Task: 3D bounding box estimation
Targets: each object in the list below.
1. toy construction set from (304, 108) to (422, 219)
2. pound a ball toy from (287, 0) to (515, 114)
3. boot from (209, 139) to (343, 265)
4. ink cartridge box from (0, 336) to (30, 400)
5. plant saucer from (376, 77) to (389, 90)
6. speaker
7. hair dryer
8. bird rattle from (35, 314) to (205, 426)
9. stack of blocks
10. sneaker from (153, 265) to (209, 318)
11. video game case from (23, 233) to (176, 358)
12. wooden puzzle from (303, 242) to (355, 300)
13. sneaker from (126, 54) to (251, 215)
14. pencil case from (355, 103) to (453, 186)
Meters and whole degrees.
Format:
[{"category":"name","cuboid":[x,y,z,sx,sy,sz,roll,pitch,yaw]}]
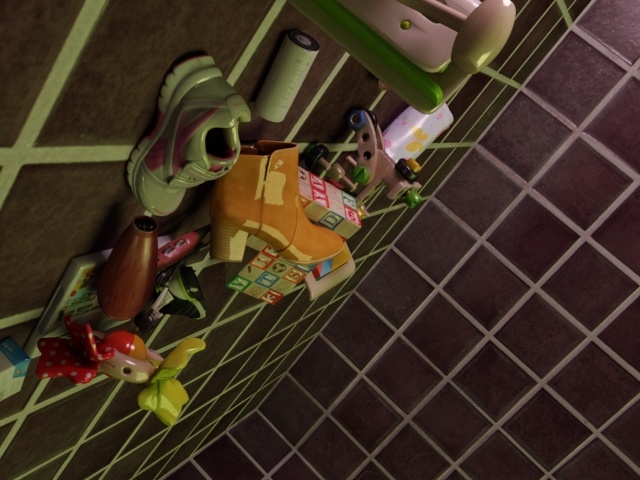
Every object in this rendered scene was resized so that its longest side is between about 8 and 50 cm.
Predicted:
[{"category":"toy construction set","cuboid":[0.103,-0.117,1.481,0.257,0.237,0.309,-46,167,-5]},{"category":"pound a ball toy","cuboid":[0.090,-0.292,0.745,0.136,0.319,0.208,-46,167,-5]},{"category":"boot","cuboid":[-0.057,-0.069,1.162,0.295,0.104,0.211,-2,117,-36]},{"category":"ink cartridge box","cuboid":[-0.495,0.206,0.946,0.122,0.052,0.089,-31,159,-53]},{"category":"plant saucer","cuboid":[0.174,-0.397,1.332,0.198,0.036,0.199,-43,166,-13]},{"category":"speaker","cuboid":[-0.054,-0.249,1.002,0.055,0.055,0.136,-31,159,-50]},{"category":"hair dryer","cuboid":[-0.269,0.029,1.046,0.224,0.080,0.293,-60,175,-14]},{"category":"bird rattle","cuboid":[-0.329,0.199,1.058,0.207,0.253,0.143,8,-98,67]},{"category":"stack of blocks","cuboid":[-0.080,-0.004,1.356,0.171,0.087,0.297,26,127,-30]},{"category":"sneaker","cuboid":[-0.289,0.110,1.320,0.097,0.084,0.235,-19,160,-10]},{"category":"video game case","cuboid":[-0.359,0.087,1.089,0.206,0.026,0.227,-53,165,24]},{"category":"wooden puzzle","cuboid":[0.000,0.000,1.570,0.044,0.239,0.221,-16,-174,33]},{"category":"sneaker","cuboid":[-0.176,-0.115,0.880,0.103,0.111,0.252,-32,160,-48]},{"category":"pencil case","cuboid":[0.215,-0.264,1.688,0.273,0.113,0.124,-45,-150,-12]}]
